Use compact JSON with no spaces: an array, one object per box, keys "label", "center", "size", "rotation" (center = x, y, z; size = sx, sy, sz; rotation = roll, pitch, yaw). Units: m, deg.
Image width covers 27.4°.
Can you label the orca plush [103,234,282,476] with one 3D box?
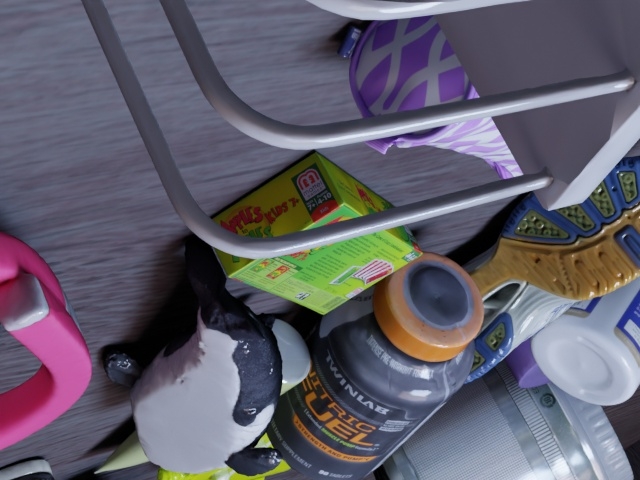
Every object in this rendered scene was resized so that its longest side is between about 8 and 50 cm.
[{"label":"orca plush","center":[-0.079,0.080,0.989],"size":[0.102,0.151,0.287],"rotation":[-58,162,-33]}]

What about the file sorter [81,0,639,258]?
[{"label":"file sorter","center":[0.034,-0.144,0.405],"size":[0.173,0.193,0.278],"rotation":[-14,156,-26]}]

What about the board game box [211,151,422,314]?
[{"label":"board game box","center":[0.000,0.000,0.928],"size":[0.092,0.043,0.181],"rotation":[-33,160,12]}]

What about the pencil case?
[{"label":"pencil case","center":[0.096,-0.081,0.786],"size":[0.206,0.086,0.088],"rotation":[8,106,-56]}]

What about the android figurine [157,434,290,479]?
[{"label":"android figurine","center":[-0.049,0.198,1.342],"size":[0.248,0.056,0.273],"rotation":[-41,158,33]}]

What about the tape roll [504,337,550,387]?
[{"label":"tape roll","center":[0.282,0.083,1.446],"size":[0.189,0.080,0.189],"rotation":[-24,159,-10]}]

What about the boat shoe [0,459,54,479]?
[{"label":"boat shoe","center":[-0.317,0.253,1.108],"size":[0.206,0.065,0.075],"rotation":[-22,160,-16]}]

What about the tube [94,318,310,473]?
[{"label":"tube","center":[-0.101,0.148,1.147],"size":[0.070,0.062,0.240],"rotation":[32,132,-23]}]

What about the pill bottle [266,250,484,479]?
[{"label":"pill bottle","center":[0.048,0.106,1.125],"size":[0.130,0.130,0.246],"rotation":[-15,156,-32]}]

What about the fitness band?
[{"label":"fitness band","center":[-0.236,0.080,0.728],"size":[0.209,0.054,0.291],"rotation":[-24,161,-7]}]

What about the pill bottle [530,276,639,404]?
[{"label":"pill bottle","center":[0.296,0.060,1.287],"size":[0.187,0.112,0.112],"rotation":[-48,173,-32]}]

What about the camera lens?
[{"label":"camera lens","center":[0.212,0.268,1.604],"size":[0.274,0.219,0.219],"rotation":[-28,160,2]}]

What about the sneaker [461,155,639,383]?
[{"label":"sneaker","center":[0.206,0.013,1.179],"size":[0.296,0.112,0.131],"rotation":[-36,175,28]}]
